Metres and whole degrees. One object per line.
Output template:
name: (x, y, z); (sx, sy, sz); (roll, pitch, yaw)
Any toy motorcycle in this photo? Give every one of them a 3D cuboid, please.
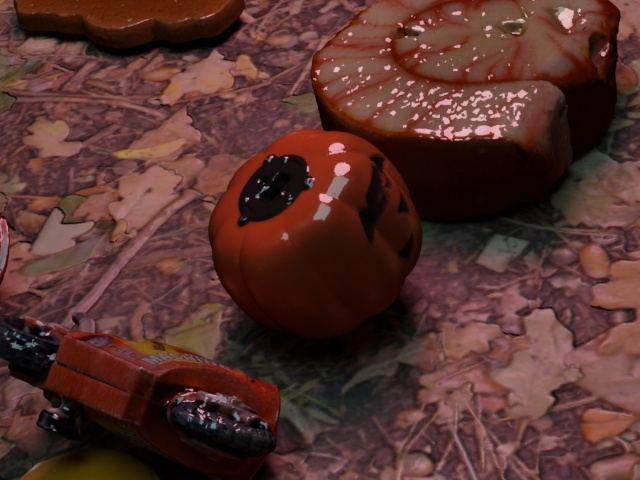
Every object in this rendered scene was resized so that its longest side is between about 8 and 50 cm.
toy motorcycle: (-0.141, 0.127, 1.216); (0.298, 0.171, 0.089); (18, 91, 34)

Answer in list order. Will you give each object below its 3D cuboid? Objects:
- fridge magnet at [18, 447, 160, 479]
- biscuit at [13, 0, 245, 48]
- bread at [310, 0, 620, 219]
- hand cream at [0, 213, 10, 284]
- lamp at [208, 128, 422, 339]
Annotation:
fridge magnet: (-0.189, 0.222, 1.172); (0.143, 0.063, 0.143); (-7, 38, 6)
biscuit: (-0.227, -0.291, 1.820); (0.295, 0.044, 0.186); (17, 50, 31)
bread: (0.145, -0.163, 1.526); (0.295, 0.114, 0.328); (14, 45, 29)
hand cream: (-0.399, -0.005, 1.405); (0.193, 0.125, 0.193); (-5, 61, 10)
lamp: (0.000, 0.000, 1.328); (0.187, 0.164, 0.188); (-25, 38, 22)
